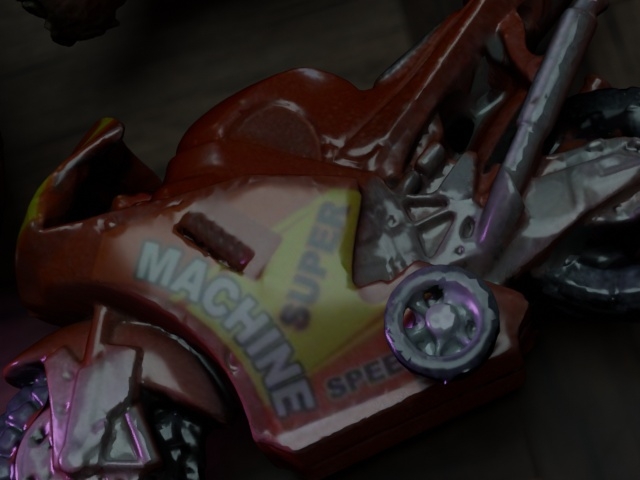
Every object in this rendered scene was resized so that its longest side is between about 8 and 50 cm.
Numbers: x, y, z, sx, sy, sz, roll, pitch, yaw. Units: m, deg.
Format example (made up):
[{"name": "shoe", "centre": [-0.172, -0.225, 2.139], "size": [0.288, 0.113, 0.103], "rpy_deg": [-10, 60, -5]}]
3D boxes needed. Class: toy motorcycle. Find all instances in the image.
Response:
[{"name": "toy motorcycle", "centre": [0.001, 0.002, 0.628], "size": [0.298, 0.089, 0.171], "rpy_deg": [-26, 61, -1]}]

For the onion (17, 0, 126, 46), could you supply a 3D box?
[{"name": "onion", "centre": [-0.057, -0.163, 0.712], "size": [0.173, 0.135, 0.198], "rpy_deg": [27, 88, 20]}]

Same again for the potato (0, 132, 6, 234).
[{"name": "potato", "centre": [-0.216, -0.068, 0.645], "size": [0.266, 0.229, 0.229], "rpy_deg": [36, 77, 23]}]
